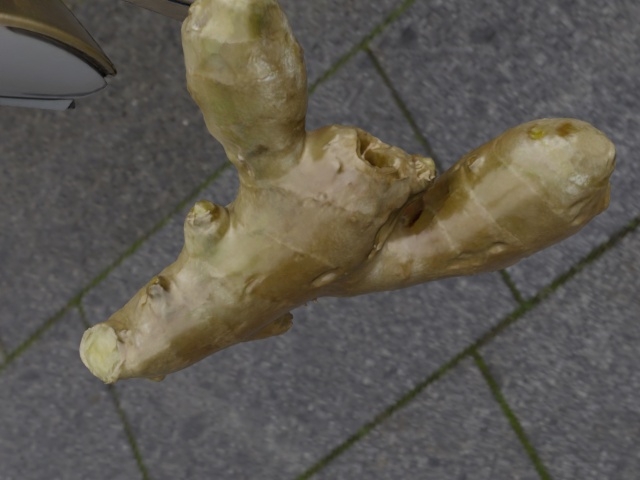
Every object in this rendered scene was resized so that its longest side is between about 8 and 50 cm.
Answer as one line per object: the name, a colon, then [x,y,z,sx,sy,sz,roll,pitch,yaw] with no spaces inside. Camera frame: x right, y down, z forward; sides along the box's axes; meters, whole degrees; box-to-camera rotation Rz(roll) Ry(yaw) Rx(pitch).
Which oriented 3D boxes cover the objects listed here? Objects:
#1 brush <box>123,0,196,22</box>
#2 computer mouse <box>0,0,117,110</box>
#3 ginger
brush: [-0.216,-0.225,1.186,0.070,0.327,0.065,-16,70,49]
computer mouse: [-0.149,-0.091,0.423,0.126,0.245,0.056,40,103,14]
ginger: [0.009,-0.007,1.047,0.348,0.363,0.122,-57,33,32]
